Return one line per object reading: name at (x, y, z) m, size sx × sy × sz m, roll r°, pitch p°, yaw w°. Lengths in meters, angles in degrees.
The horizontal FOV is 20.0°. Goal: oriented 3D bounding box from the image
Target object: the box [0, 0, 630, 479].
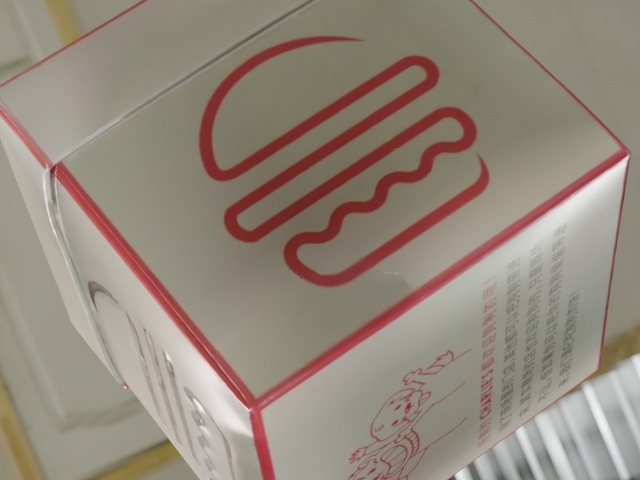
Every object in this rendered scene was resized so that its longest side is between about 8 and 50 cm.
box at (0.000, 0.000, 1.258) m, size 0.312 × 0.300 × 0.314 m, roll -34°, pitch 151°, yaw -16°
